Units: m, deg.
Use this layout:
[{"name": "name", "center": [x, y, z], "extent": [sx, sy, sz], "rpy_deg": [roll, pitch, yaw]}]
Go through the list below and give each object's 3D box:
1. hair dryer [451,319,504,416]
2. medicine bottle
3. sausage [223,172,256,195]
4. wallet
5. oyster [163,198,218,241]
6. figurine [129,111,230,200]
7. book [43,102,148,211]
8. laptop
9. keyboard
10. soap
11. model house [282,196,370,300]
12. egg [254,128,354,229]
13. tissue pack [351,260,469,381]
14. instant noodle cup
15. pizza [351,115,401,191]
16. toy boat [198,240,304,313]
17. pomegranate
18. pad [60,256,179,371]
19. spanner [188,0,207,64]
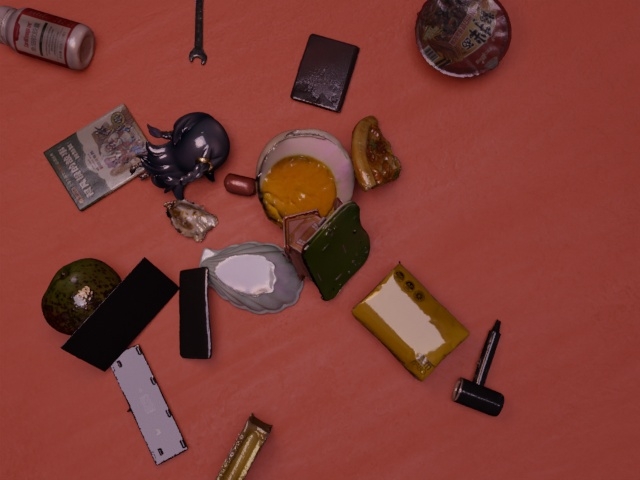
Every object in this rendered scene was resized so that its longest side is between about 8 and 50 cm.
[{"name": "hair dryer", "center": [0.461, 0.340, 1.825], "extent": [0.129, 0.070, 0.255], "rpy_deg": [23, 79, 2]}, {"name": "medicine bottle", "center": [-0.770, -0.568, 1.878], "extent": [0.250, 0.131, 0.131], "rpy_deg": [17, 83, 1]}, {"name": "sausage", "center": [-0.224, -0.154, 1.873], "extent": [0.094, 0.059, 0.054], "rpy_deg": [12, 96, -4]}, {"name": "wallet", "center": [-0.338, 0.195, 1.809], "extent": [0.124, 0.025, 0.244], "rpy_deg": [-8, 81, 42]}, {"name": "oyster", "center": [-0.365, -0.067, 1.861], "extent": [0.148, 0.051, 0.103], "rpy_deg": [42, 87, -24]}, {"name": "figurine", "center": [-0.370, -0.229, 1.829], "extent": [0.197, 0.175, 0.265], "rpy_deg": [38, 92, 12]}, {"name": "book", "center": [-0.613, -0.234, 1.893], "extent": [0.264, 0.027, 0.202], "rpy_deg": [-33, 85, -4]}, {"name": "laptop", "center": [0.012, -0.480, 1.933], "extent": [0.154, 0.026, 0.207], "rpy_deg": [16, 82, 3]}, {"name": "keyboard", "center": [-0.469, 0.442, 1.817], "extent": [0.106, 0.027, 0.316], "rpy_deg": [-26, 84, -7]}, {"name": "soap", "center": [-0.208, 0.574, 1.749], "extent": [0.076, 0.135, 0.233], "rpy_deg": [27, 83, 2]}, {"name": "model house", "center": [0.000, 0.001, 1.771], "extent": [0.154, 0.293, 0.207], "rpy_deg": [32, 71, 29]}, {"name": "egg", "center": [-0.050, -0.170, 1.830], "extent": [0.265, 0.174, 0.286], "rpy_deg": [-24, 111, -4]}, {"name": "tissue pack", "center": [0.237, 0.218, 1.797], "extent": [0.271, 0.134, 0.192], "rpy_deg": [44, 85, 5]}, {"name": "instant noodle cup", "center": [0.396, -0.576, 1.914], "extent": [0.274, 0.091, 0.273], "rpy_deg": [0, 83, 0]}, {"name": "pizza", "center": [0.158, -0.225, 1.838], "extent": [0.197, 0.058, 0.292], "rpy_deg": [39, 41, -30]}, {"name": "toy boat", "center": [-0.188, 0.095, 1.825], "extent": [0.291, 0.100, 0.199], "rpy_deg": [9, 83, -1]}, {"name": "pomegranate", "center": [-0.607, 0.176, 1.776], "extent": [0.214, 0.214, 0.247], "rpy_deg": [-28, 118, -4]}, {"name": "pad", "center": [-0.512, 0.196, 1.753], "extent": [0.005, 0.202, 0.299], "rpy_deg": [34, 77, 30]}, {"name": "spanner", "center": [-0.352, -0.630, 1.949], "extent": [0.054, 0.015, 0.254], "rpy_deg": [0, 83, 0]}]
